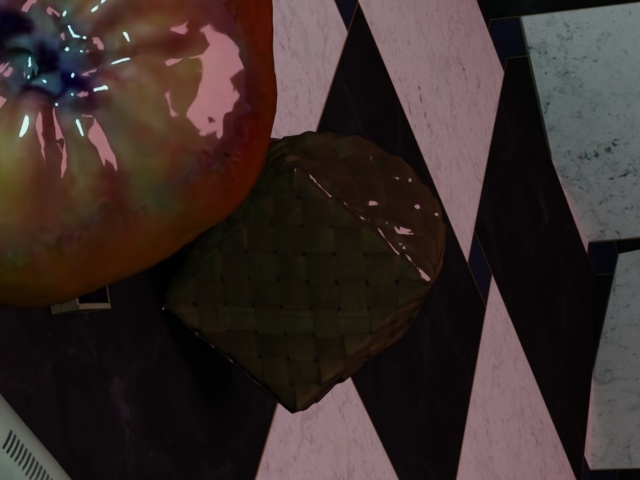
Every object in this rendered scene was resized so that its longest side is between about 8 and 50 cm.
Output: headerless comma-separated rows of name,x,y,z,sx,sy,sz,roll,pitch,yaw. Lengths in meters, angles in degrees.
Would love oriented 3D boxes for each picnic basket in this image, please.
picnic basket,0.000,0.000,2.396,0.293,0.337,0.337,40,31,-10

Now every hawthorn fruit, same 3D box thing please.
hawthorn fruit,-0.257,-0.177,1.733,0.472,0.471,0.472,-12,90,-70

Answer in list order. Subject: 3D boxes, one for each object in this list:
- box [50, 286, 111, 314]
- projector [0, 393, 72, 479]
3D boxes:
box,-0.261,0.036,2.099,0.079,0.035,0.083,2,77,-69
projector,-0.280,0.242,1.827,0.108,0.108,0.337,-83,152,-42
